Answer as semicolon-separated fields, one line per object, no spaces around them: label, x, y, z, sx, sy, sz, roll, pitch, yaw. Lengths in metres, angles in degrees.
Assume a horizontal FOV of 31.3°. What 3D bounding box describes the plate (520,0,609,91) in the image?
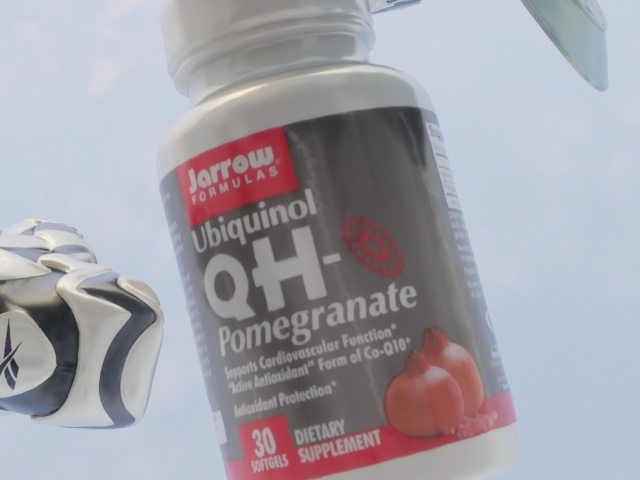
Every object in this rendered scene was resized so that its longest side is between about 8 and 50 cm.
plate;0.126;-0.172;0.677;0.024;0.188;0.188;-33;-101;23

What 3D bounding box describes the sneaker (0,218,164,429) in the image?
sneaker;-0.192;0.032;0.566;0.153;0.235;0.094;12;-82;-33

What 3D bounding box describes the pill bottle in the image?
pill bottle;0.000;0.000;0.694;0.176;0.176;0.318;-13;-98;-7

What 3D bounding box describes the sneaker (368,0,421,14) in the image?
sneaker;0.051;-0.219;0.891;0.072;0.178;0.077;-16;-83;-29
